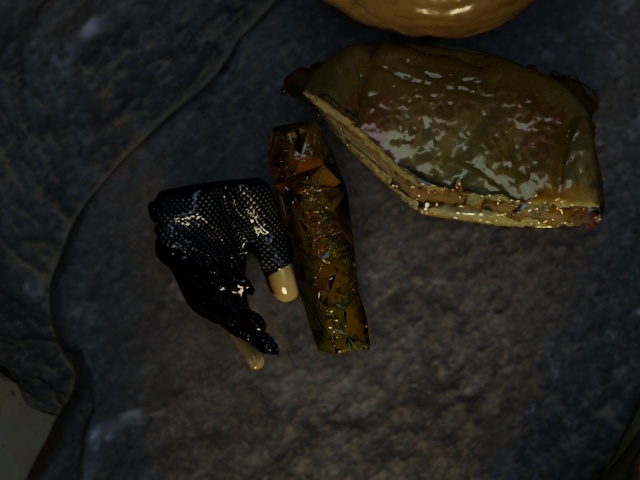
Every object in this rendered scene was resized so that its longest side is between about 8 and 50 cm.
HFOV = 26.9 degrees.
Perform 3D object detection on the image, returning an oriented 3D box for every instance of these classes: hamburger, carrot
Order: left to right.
[{"bbox_3d":[-0.001,0.000,1.270,0.069,0.069,0.228,-14,104,-3],"label":"carrot"},{"bbox_3d":[0.137,-0.101,1.258,0.245,0.155,0.282,-34,83,-9],"label":"hamburger"}]

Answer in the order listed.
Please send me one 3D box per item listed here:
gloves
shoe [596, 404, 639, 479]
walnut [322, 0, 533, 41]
[{"bbox_3d":[-0.090,0.036,1.267,0.106,0.129,0.180,-4,97,20],"label":"gloves"},{"bbox_3d":[0.290,0.274,1.236,0.132,0.171,0.336,42,85,0],"label":"shoe"},{"bbox_3d":[0.115,-0.337,1.203,0.333,0.333,0.332,0,87,-3],"label":"walnut"}]
